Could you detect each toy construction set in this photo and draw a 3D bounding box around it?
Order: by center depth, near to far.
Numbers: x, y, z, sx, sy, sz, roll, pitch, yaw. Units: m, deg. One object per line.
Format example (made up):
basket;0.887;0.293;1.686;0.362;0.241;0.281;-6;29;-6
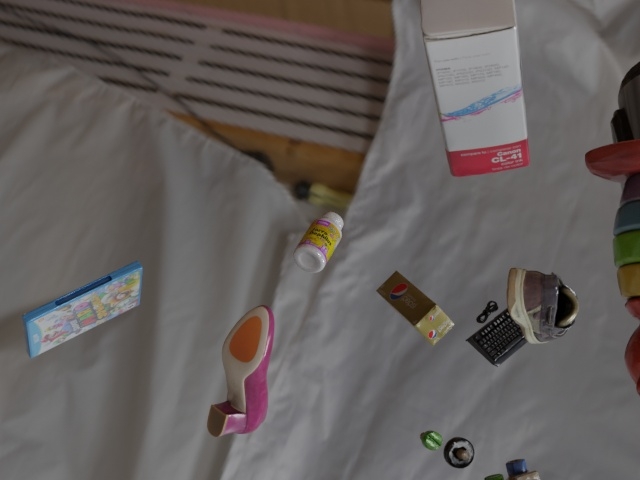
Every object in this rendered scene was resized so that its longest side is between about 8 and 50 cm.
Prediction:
toy construction set;0.303;0.521;1.919;0.257;0.309;0.237;13;174;-14

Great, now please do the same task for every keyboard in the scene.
keyboard;0.351;0.163;2.067;0.108;0.180;0.023;43;137;19

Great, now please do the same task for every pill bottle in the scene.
pill bottle;0.000;0.000;1.363;0.043;0.083;0.043;15;134;16

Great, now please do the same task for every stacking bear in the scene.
stacking bear;0.402;0.040;1.206;0.175;0.289;0.164;7;171;-22

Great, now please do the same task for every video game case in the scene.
video game case;-0.315;0.092;1.427;0.015;0.166;0.119;55;155;18

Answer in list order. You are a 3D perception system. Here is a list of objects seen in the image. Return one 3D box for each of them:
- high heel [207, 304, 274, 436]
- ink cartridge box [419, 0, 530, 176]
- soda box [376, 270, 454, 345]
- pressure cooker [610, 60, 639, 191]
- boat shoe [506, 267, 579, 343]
high heel;-0.101;0.209;1.735;0.082;0.244;0.117;27;-160;34
ink cartridge box;0.225;-0.273;1.562;0.131;0.226;0.306;-6;146;9
soda box;0.173;0.123;1.976;0.061;0.058;0.181;46;178;-27
pressure cooker;0.788;-0.153;2.122;0.370;0.420;0.375;3;164;-21
boat shoe;0.382;0.113;1.779;0.092;0.103;0.285;3;162;26
